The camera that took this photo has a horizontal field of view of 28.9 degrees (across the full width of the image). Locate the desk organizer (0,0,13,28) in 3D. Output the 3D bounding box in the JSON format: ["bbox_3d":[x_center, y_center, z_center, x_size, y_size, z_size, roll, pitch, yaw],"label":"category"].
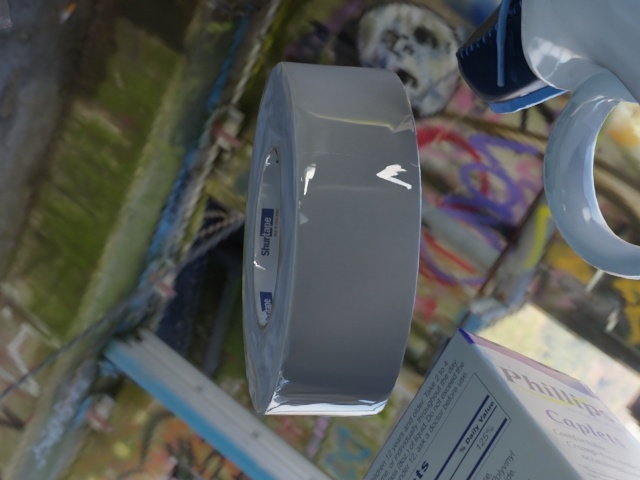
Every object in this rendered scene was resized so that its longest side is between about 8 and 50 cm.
[{"bbox_3d":[-0.164,-0.143,0.487,0.047,0.050,0.130,-102,-178,-77],"label":"desk organizer"}]

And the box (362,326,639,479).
[{"bbox_3d":[0.070,0.124,0.445,0.072,0.137,0.126,21,108,-29],"label":"box"}]

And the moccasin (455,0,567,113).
[{"bbox_3d":[0.170,-0.185,0.627,0.342,0.117,0.137,-38,-170,51],"label":"moccasin"}]

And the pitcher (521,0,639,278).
[{"bbox_3d":[0.144,-0.041,0.371,0.126,0.207,0.177,-17,124,-26],"label":"pitcher"}]

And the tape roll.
[{"bbox_3d":[0.000,0.000,0.775,0.219,0.072,0.219,-177,-90,-80],"label":"tape roll"}]
